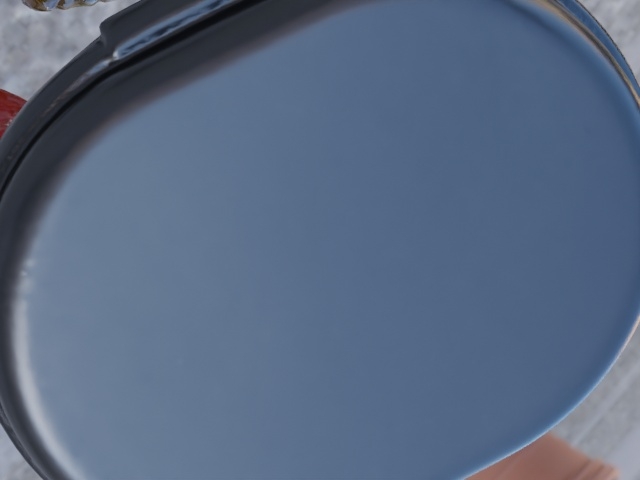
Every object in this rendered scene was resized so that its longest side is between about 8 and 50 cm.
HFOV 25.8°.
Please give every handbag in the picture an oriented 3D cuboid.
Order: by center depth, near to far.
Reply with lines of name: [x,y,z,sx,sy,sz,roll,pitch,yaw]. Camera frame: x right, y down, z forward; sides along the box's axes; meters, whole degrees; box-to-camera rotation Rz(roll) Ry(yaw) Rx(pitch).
handbag: [-0.001,0.000,0.603,0.308,0.253,0.093,-26,-160,-4]

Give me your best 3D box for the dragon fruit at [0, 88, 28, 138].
dragon fruit: [-0.185,-0.016,0.757,0.121,0.130,0.142,-38,165,-41]

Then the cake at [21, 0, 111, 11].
cake: [-0.083,-0.278,0.889,0.293,0.198,0.196,-13,117,-15]
